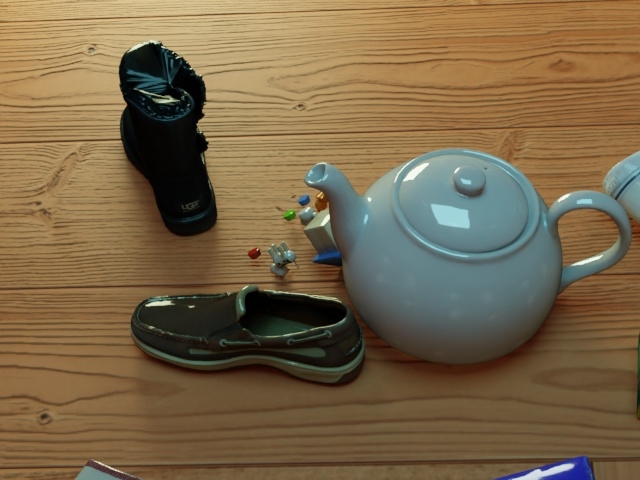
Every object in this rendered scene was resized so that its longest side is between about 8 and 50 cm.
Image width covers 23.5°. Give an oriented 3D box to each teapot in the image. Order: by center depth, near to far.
[{"bbox_3d":[0.150,-0.006,1.609,0.256,0.187,0.252,-30,60,-29],"label":"teapot"}]

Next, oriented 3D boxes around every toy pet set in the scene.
[{"bbox_3d":[0.000,0.000,1.743,0.114,0.065,0.122,-12,28,47],"label":"toy pet set"}]

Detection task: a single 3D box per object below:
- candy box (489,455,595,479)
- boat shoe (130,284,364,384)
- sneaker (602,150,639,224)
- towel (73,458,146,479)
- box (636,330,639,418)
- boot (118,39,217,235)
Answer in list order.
[{"bbox_3d":[0.093,0.336,1.246,0.317,0.122,0.268,-17,29,15],"label":"candy box"},{"bbox_3d":[-0.080,0.081,1.627,0.257,0.095,0.095,5,46,10],"label":"boat shoe"},{"bbox_3d":[0.447,-0.085,1.764,0.258,0.094,0.091,-28,68,-16],"label":"sneaker"},{"bbox_3d":[-0.212,0.360,1.409,0.237,0.037,0.329,18,48,24],"label":"towel"},{"bbox_3d":[0.415,0.138,1.565,0.179,0.043,0.105,5,46,7],"label":"box"},{"bbox_3d":[-0.186,-0.154,1.792,0.094,0.207,0.246,-16,46,-10],"label":"boot"}]
